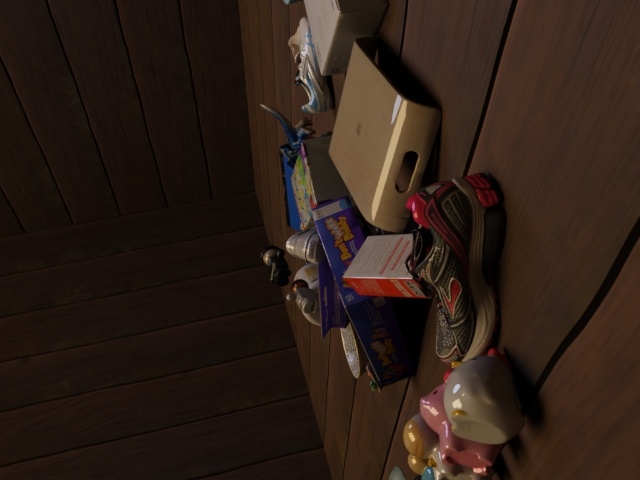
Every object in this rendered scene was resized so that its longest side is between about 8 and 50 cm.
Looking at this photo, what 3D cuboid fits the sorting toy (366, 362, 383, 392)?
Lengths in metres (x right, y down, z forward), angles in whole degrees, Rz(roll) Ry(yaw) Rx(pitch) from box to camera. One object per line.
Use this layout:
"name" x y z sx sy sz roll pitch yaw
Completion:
"sorting toy" 0.111 0.287 1.409 0.062 0.012 0.083 63 -167 6

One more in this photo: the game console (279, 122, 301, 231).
"game console" -0.027 -0.182 2.112 0.250 0.173 0.293 28 138 36

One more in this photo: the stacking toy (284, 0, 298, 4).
"stacking toy" -0.087 -0.690 1.560 0.279 0.130 0.309 -141 41 -75

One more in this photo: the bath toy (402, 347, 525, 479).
"bath toy" 0.207 0.271 0.997 0.348 0.151 0.129 92 -161 -53

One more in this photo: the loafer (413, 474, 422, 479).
"loafer" 0.233 0.548 1.213 0.095 0.109 0.302 95 165 -46

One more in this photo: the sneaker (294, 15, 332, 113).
"sneaker" -0.027 -0.429 1.653 0.085 0.086 0.237 -169 69 -82

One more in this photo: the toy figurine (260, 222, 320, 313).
"toy figurine" -0.028 0.064 1.786 0.209 0.213 0.148 49 -178 -32

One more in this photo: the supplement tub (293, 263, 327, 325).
"supplement tub" -0.002 0.154 1.996 0.200 0.144 0.144 -127 28 -70

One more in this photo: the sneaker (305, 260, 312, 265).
"sneaker" -0.032 0.032 2.348 0.058 0.052 0.135 76 -172 -76

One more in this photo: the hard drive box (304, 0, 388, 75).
"hard drive box" 0.038 -0.440 1.242 0.232 0.089 0.181 120 138 -76

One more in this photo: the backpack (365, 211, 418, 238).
"backpack" 0.128 -0.022 1.204 0.114 0.084 0.105 79 174 -45

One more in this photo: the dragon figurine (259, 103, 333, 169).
"dragon figurine" -0.045 -0.216 1.656 0.144 0.289 0.085 -53 35 22

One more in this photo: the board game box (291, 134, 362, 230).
"board game box" 0.027 -0.125 1.507 0.275 0.144 0.142 124 134 -78

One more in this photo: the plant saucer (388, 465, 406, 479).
"plant saucer" 0.203 0.679 1.727 0.195 0.037 0.195 168 90 -81

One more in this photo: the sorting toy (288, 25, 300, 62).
"sorting toy" -0.054 -0.535 1.825 0.075 0.045 0.083 102 157 -49

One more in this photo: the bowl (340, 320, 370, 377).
"bowl" 0.107 0.245 1.656 0.170 0.080 0.170 169 90 -81

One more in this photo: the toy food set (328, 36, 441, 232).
"toy food set" 0.107 -0.189 1.153 0.306 0.092 0.220 -115 32 -50

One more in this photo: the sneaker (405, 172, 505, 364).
"sneaker" 0.175 0.047 0.938 0.121 0.112 0.299 -117 18 -59

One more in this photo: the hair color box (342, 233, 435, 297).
"hair color box" 0.123 0.040 1.076 0.053 0.093 0.167 45 154 -25

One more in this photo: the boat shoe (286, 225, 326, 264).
"boat shoe" 0.000 0.000 1.552 0.258 0.084 0.095 0 -79 -70

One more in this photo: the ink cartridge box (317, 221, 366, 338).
"ink cartridge box" 0.055 0.092 1.554 0.208 0.045 0.206 -50 -36 -50

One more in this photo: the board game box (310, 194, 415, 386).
"board game box" 0.090 0.109 1.336 0.347 0.078 0.233 65 -175 -52
